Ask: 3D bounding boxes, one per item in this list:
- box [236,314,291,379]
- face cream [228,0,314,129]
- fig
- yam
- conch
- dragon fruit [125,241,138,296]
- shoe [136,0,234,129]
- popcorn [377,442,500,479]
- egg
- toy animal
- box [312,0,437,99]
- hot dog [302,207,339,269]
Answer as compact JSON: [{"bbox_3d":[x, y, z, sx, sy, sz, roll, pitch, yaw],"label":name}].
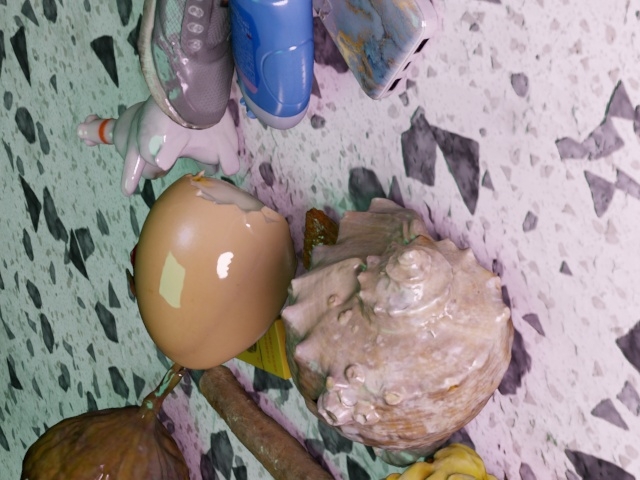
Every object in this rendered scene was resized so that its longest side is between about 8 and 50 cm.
[{"bbox_3d":[-0.087,0.133,1.860,0.155,0.023,0.087,15,121,56],"label":"box"},{"bbox_3d":[-0.054,-0.217,1.499,0.264,0.083,0.149,91,157,-61],"label":"face cream"},{"bbox_3d":[-0.304,0.337,2.174,0.286,0.286,0.369,41,104,42],"label":"fig"},{"bbox_3d":[-0.080,0.270,1.882,0.299,0.066,0.066,41,138,42],"label":"yam"},{"bbox_3d":[0.052,0.109,1.443,0.352,0.210,0.297,114,148,-42],"label":"conch"},{"bbox_3d":[-0.205,0.046,1.901,0.136,0.133,0.166,-23,84,53],"label":"dragon fruit"},{"bbox_3d":[-0.129,-0.299,1.611,0.171,0.132,0.337,8,109,48],"label":"shoe"},{"bbox_3d":[0.132,0.324,1.417,0.203,0.200,0.226,40,175,-3],"label":"popcorn"},{"bbox_3d":[-0.137,0.042,1.698,0.201,0.201,0.244,19,92,55],"label":"egg"},{"bbox_3d":[-0.217,-0.132,1.825,0.282,0.140,0.138,-15,84,57],"label":"toy animal"},{"bbox_3d":[0.023,-0.295,1.424,0.285,0.044,0.142,61,145,18],"label":"box"},{"bbox_3d":[0.000,0.000,1.627,0.058,0.035,0.083,42,139,40],"label":"hot dog"}]
